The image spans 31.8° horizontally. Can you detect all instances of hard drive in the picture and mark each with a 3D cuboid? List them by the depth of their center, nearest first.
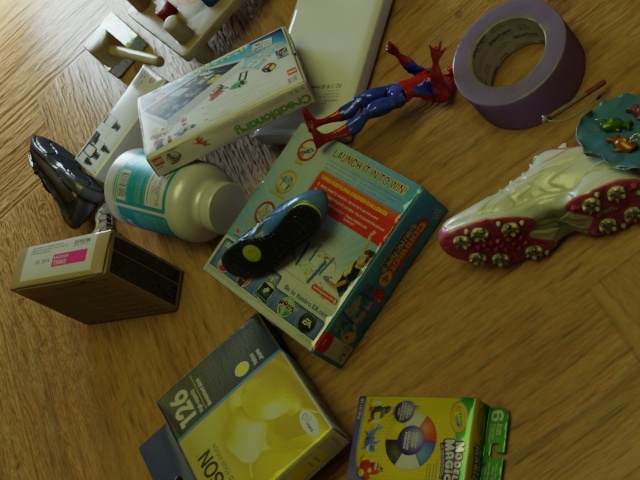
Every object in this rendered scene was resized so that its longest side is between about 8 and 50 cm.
[{"bbox_3d":[0.007,-0.317,2.011,0.203,0.040,0.307,3,68,38],"label":"hard drive"}]

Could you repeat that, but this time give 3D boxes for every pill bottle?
[{"bbox_3d":[-0.254,-0.077,2.006,0.264,0.146,0.146,15,76,41],"label":"pill bottle"}]

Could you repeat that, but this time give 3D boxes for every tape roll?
[{"bbox_3d":[0.305,-0.271,1.735,0.189,0.080,0.189,-18,56,29],"label":"tape roll"}]

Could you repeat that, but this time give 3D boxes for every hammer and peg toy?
[{"bbox_3d":[-0.274,-0.453,2.230,0.361,0.127,0.266,-49,47,-1],"label":"hammer and peg toy"}]

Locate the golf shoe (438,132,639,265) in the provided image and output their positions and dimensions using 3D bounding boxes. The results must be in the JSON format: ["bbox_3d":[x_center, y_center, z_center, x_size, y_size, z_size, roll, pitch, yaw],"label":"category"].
[{"bbox_3d":[0.313,-0.057,1.605,0.306,0.115,0.140,-17,49,20],"label":"golf shoe"}]

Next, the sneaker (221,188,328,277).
[{"bbox_3d":[-0.067,-0.012,1.777,0.209,0.069,0.082,-34,17,29],"label":"sneaker"}]

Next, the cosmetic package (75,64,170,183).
[{"bbox_3d":[-0.382,-0.228,2.243,0.099,0.060,0.239,36,90,42],"label":"cosmetic package"}]

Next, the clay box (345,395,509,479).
[{"bbox_3d":[0.148,0.284,1.568,0.222,0.053,0.127,-6,63,36],"label":"clay box"}]

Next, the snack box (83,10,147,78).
[{"bbox_3d":[-0.440,-0.419,2.406,0.100,0.037,0.141,-49,47,3],"label":"snack box"}]

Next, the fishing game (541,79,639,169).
[{"bbox_3d":[0.441,-0.158,1.541,0.189,0.041,0.264,-32,42,-24],"label":"fishing game"}]

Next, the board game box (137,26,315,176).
[{"bbox_3d":[-0.171,-0.247,1.974,0.305,0.053,0.193,-25,41,7],"label":"board game box"}]

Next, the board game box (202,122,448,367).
[{"bbox_3d":[0.000,0.000,1.813,0.308,0.086,0.302,34,88,43],"label":"board game box"}]

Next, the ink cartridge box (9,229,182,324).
[{"bbox_3d":[-0.396,0.070,2.000,0.234,0.193,0.088,-9,61,33],"label":"ink cartridge box"}]

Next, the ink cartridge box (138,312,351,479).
[{"bbox_3d":[-0.141,0.304,1.727,0.307,0.072,0.303,-41,42,1],"label":"ink cartridge box"}]

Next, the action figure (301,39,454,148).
[{"bbox_3d":[0.105,-0.257,1.801,0.280,0.139,0.091,-19,42,-4],"label":"action figure"}]

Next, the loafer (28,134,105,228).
[{"bbox_3d":[-0.529,-0.122,2.261,0.302,0.109,0.095,40,103,49],"label":"loafer"}]

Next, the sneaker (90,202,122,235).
[{"bbox_3d":[-0.405,-0.023,2.167,0.069,0.038,0.098,9,81,38],"label":"sneaker"}]
